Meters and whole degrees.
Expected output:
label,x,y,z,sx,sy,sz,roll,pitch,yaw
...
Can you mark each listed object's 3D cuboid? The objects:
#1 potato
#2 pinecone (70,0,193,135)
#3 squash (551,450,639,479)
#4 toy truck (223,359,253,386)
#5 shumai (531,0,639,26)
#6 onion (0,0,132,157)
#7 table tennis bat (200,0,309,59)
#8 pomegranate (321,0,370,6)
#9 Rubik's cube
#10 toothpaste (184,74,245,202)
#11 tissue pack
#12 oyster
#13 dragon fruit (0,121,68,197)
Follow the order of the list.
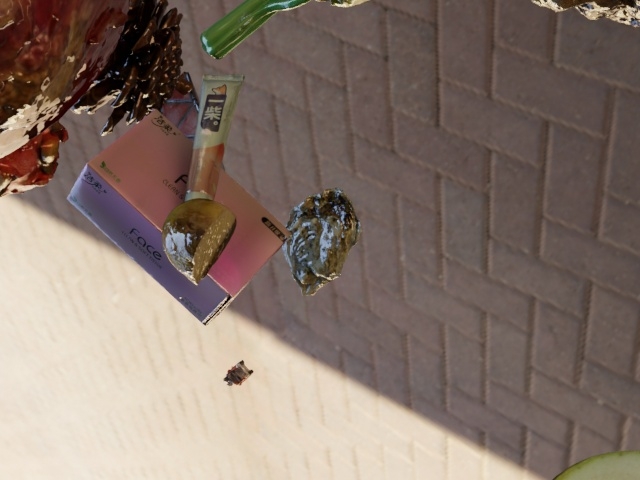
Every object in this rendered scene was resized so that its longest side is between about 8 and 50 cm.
label,x,y,z,sx,sy,sz,roll,pitch,yaw
potato,-0.142,-0.013,1.095,0.066,0.096,0.103,26,164,7
pinecone,-0.335,-0.303,1.512,0.309,0.244,0.244,32,152,-11
squash,0.384,0.382,1.276,0.252,0.252,0.049,0,136,50
toy truck,-0.097,0.158,1.168,0.024,0.032,0.083,50,175,3
shumai,0.391,-0.450,1.416,0.283,0.217,0.346,-3,146,10
onion,-0.241,-0.194,0.529,0.341,0.341,0.341,29,148,20
table tennis bat,-0.038,-0.307,1.191,0.039,0.257,0.160,50,-177,-34
pomegranate,0.022,-0.471,1.382,0.236,0.236,0.302,20,147,33
Rubik's cube,-0.204,-0.175,1.709,0.211,0.190,0.178,9,172,25
toothpaste,-0.138,-0.122,1.236,0.056,0.205,0.036,4,155,9
tissue pack,-0.181,-0.029,1.275,0.246,0.148,0.092,43,139,-3
oyster,0.000,0.000,1.557,0.177,0.064,0.125,-46,68,34
dragon fruit,-0.341,-0.123,1.085,0.208,0.150,0.133,-36,67,29
